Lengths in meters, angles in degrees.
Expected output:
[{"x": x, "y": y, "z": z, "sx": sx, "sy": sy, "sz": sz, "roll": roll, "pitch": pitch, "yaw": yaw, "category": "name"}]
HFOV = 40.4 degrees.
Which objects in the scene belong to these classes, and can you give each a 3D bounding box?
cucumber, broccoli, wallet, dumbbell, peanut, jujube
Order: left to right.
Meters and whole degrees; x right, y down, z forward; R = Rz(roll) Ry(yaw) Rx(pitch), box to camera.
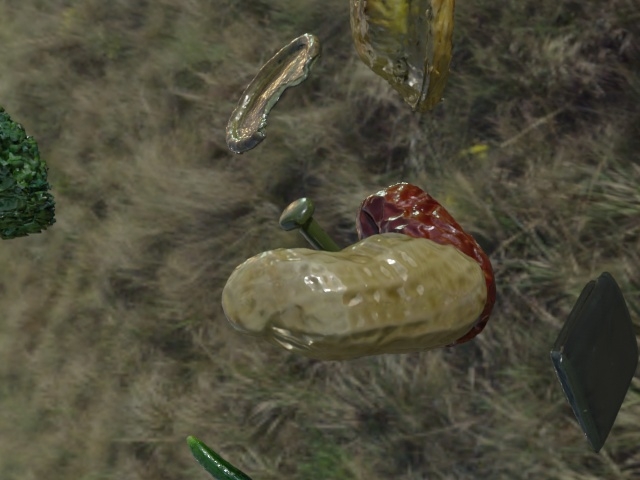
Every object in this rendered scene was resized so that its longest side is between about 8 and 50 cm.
[{"x": -0.337, "y": -0.046, "z": 0.704, "sx": 0.219, "sy": 0.194, "sz": 0.194, "roll": 25, "pitch": 110, "yaw": 16, "category": "broccoli"}, {"x": -0.167, "y": 0.393, "z": 1.486, "sx": 0.168, "sy": 0.039, "sz": 0.039, "roll": 37, "pitch": 126, "yaw": 7, "category": "cucumber"}, {"x": 0.000, "y": 0.000, "z": 1.094, "sx": 0.052, "sy": 0.118, "sz": 0.046, "roll": -23, "pitch": 29, "yaw": 36, "category": "dumbbell"}, {"x": 0.046, "y": 0.064, "z": 1.028, "sx": 0.140, "sy": 0.325, "sz": 0.153, "roll": 120, "pitch": 149, "yaw": -61, "category": "peanut"}, {"x": 0.182, "y": 0.031, "z": 1.604, "sx": 0.216, "sy": 0.216, "sz": 0.342, "roll": -61, "pitch": 37, "yaw": 32, "category": "jujube"}, {"x": 0.389, "y": 0.167, "z": 1.228, "sx": 0.052, "sy": 0.245, "sz": 0.169, "roll": -14, "pitch": 107, "yaw": 38, "category": "wallet"}]

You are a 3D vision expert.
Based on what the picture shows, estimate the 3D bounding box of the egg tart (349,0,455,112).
[{"x": 0.153, "y": -0.464, "z": 1.709, "sx": 0.443, "sy": 0.178, "sz": 0.443, "roll": 178, "pitch": 90, "yaw": -88, "category": "egg tart"}]

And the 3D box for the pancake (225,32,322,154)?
[{"x": -0.103, "y": -0.307, "z": 1.818, "sx": 0.288, "sy": 0.033, "sz": 0.286, "roll": -33, "pitch": 32, "yaw": 37, "category": "pancake"}]
